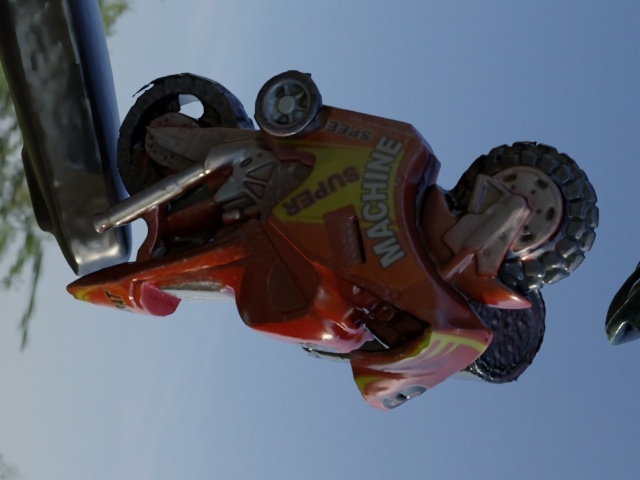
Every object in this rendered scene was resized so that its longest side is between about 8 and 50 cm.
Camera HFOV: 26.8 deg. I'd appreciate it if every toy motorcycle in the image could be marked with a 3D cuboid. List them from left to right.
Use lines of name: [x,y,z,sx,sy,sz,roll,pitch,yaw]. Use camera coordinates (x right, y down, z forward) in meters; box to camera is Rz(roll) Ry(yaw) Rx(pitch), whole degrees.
toy motorcycle: [0.001,-0.002,0.763,0.089,0.298,0.171,17,87,-68]

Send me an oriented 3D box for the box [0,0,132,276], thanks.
box: [-0.188,-0.151,0.927,0.290,0.073,0.289,-116,-164,-60]

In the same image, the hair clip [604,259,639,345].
hair clip: [0.326,-0.018,0.916,0.194,0.206,0.310,45,-30,28]

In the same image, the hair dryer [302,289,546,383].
hair dryer: [0.008,0.024,0.924,0.197,0.251,0.089,6,-107,51]
